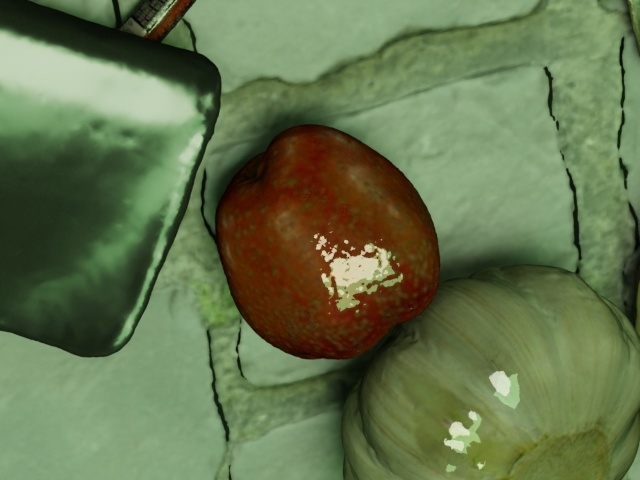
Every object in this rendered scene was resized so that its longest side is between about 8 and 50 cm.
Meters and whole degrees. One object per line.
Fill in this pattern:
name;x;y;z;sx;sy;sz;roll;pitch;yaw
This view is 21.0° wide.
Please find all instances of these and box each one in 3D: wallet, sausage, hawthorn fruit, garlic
wallet;-0.256;-0.064;0.942;0.378;0.051;0.197;18;105;-17
sausage;-0.110;-0.115;1.000;0.028;0.025;0.198;41;95;3
hawthorn fruit;0.000;0.000;1.037;0.133;0.133;0.138;-34;104;-3
garlic;0.107;0.112;1.103;0.228;0.152;0.228;-26;132;-33

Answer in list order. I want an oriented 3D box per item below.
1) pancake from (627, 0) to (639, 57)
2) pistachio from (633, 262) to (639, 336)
pancake;0.298;-0.178;1.114;0.235;0.029;0.212;6;111;-22
pistachio;0.278;0.066;1.166;0.136;0.136;0.226;-21;112;-10
